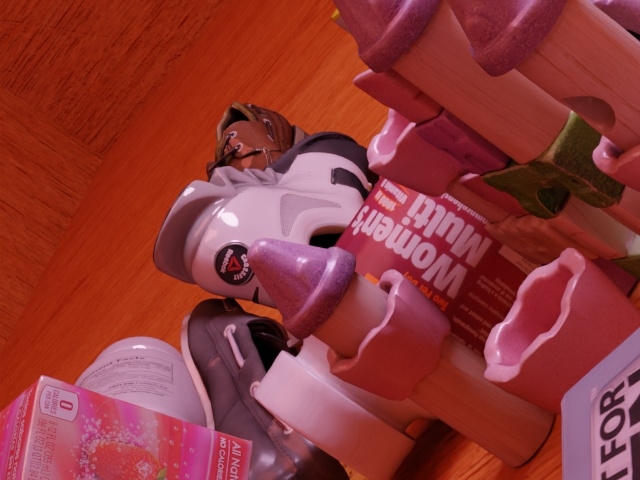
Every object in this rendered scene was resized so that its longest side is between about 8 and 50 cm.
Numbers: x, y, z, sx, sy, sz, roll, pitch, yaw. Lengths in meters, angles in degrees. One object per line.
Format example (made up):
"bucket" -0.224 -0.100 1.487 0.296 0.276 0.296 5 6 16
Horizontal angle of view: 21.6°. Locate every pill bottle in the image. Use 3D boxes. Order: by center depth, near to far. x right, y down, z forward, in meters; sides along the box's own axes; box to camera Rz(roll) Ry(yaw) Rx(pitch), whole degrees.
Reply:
"pill bottle" 0.061 0.032 1.037 0.221 0.121 0.121 -56 13 -2
"pill bottle" -0.161 0.168 1.482 0.131 0.131 0.229 -53 13 9

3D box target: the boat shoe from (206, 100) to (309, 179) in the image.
"boat shoe" -0.078 -0.069 1.832 0.110 0.104 0.307 -52 13 13

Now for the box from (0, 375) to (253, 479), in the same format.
"box" -0.146 0.255 0.990 0.142 0.154 0.300 -38 38 49

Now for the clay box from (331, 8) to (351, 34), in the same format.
"clay box" 0.117 -0.217 1.446 0.222 0.127 0.053 -35 24 56

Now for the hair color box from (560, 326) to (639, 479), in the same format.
"hair color box" 0.238 -0.002 0.336 0.374 0.185 0.113 -48 15 30

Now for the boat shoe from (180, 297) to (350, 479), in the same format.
"boat shoe" -0.035 0.120 1.234 0.095 0.112 0.335 -35 22 9

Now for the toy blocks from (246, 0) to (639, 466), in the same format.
"toy blocks" 0.106 -0.070 0.821 0.309 0.260 0.288 -58 13 -13

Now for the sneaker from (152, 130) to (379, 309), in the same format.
"sneaker" 0.000 0.000 1.399 0.330 0.146 0.122 -30 -36 -62

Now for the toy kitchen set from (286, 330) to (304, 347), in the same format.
"toy kitchen set" 0.003 0.084 1.255 0.075 0.083 0.068 -40 61 50
